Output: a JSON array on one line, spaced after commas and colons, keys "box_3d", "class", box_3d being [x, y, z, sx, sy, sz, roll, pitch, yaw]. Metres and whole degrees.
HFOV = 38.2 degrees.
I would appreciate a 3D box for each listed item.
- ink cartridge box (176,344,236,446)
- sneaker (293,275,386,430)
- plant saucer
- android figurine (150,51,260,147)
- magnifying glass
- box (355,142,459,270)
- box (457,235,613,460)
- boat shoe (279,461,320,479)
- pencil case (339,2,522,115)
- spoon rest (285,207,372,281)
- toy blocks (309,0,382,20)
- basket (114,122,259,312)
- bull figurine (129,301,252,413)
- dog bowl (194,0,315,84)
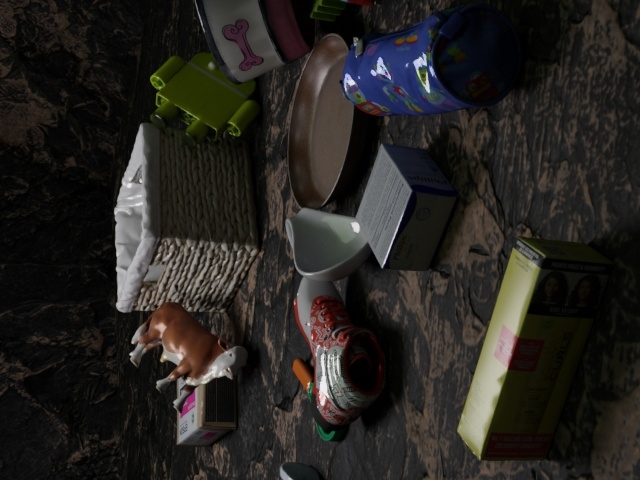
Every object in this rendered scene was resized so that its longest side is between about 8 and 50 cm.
[{"box_3d": [-0.267, 0.362, 2.148, 0.234, 0.088, 0.193, 135, 137, -58], "class": "ink cartridge box"}, {"box_3d": [0.034, 0.143, 1.422, 0.145, 0.090, 0.270, 130, 140, -50], "class": "sneaker"}, {"box_3d": [0.016, -0.200, 1.607, 0.310, 0.050, 0.311, -175, 90, -70], "class": "plant saucer"}, {"box_3d": [-0.255, -0.333, 2.100, 0.273, 0.248, 0.056, -52, -11, -31], "class": "android figurine"}, {"box_3d": [-0.003, 0.262, 1.576, 0.231, 0.026, 0.092, -138, 56, -62], "class": "magnifying glass"}, {"box_3d": [0.115, -0.046, 1.272, 0.137, 0.072, 0.126, -113, 36, -53], "class": "box"}, {"box_3d": [0.216, 0.114, 0.950, 0.058, 0.087, 0.232, -127, 48, -60], "class": "box"}, {"box_3d": [-0.027, 0.436, 1.531, 0.183, 0.065, 0.083, -151, 70, -67], "class": "boat shoe"}, {"box_3d": [0.131, -0.228, 1.200, 0.119, 0.133, 0.306, -53, 20, -9], "class": "pencil case"}, {"box_3d": [0.000, 0.000, 1.503, 0.084, 0.137, 0.276, 58, 169, -18], "class": "spoon rest"}, {"box_3d": [0.077, -0.504, 1.389, 0.261, 0.190, 0.381, 38, 121, 53], "class": "toy blocks"}, {"box_3d": [-0.318, -0.042, 2.134, 0.328, 0.266, 0.331, 122, 146, -49], "class": "basket"}, {"box_3d": [-0.289, 0.250, 2.005, 0.310, 0.188, 0.101, 34, 162, 42], "class": "bull figurine"}, {"box_3d": [-0.115, -0.491, 1.644, 0.408, 0.150, 0.408, -7, -90, -80], "class": "dog bowl"}]
